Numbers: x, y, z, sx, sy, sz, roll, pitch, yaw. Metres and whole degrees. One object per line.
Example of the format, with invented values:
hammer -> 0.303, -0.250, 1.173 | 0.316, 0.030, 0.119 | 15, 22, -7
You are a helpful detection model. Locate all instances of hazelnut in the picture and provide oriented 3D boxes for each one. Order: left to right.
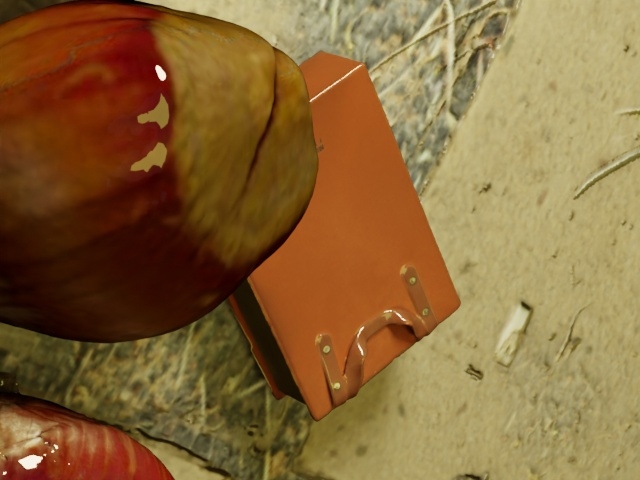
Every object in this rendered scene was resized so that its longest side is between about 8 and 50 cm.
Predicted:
hazelnut -> -0.114, -0.039, 1.005 | 0.212, 0.181, 0.181 | 36, 71, -59

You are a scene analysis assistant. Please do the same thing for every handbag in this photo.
handbag -> 0.000, 0.000, 1.188 | 0.127, 0.063, 0.190 | -37, 124, -22

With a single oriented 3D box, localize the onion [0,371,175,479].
onion -> -0.187, 0.150, 1.044 | 0.230, 0.163, 0.230 | -13, 141, -11
